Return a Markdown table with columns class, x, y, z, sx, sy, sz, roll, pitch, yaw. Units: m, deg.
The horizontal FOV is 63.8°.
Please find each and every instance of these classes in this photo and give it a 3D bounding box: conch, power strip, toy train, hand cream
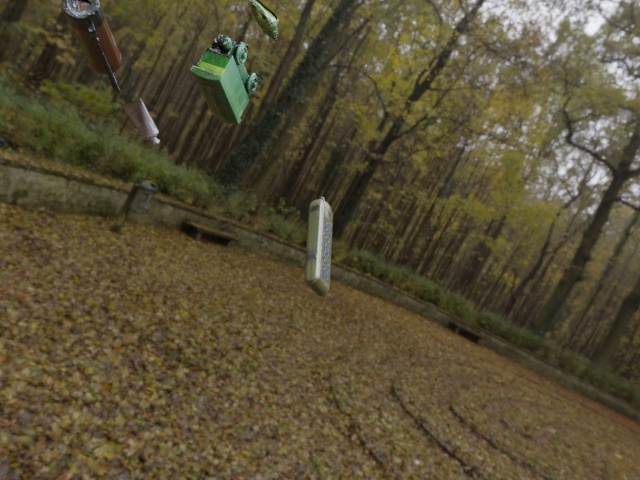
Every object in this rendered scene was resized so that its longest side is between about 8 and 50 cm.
| class | x | y | z | sx | sy | sz | roll | pitch | yaw |
| --- | --- | --- | --- | --- | --- | --- | --- | --- | --- |
| conch | -0.227 | -0.904 | 2.090 | 0.200 | 0.079 | 0.095 | 48 | 20 | -9 |
| power strip | 0.000 | 0.000 | 1.674 | 0.066 | 0.387 | 0.092 | -17 | -43 | 22 |
| toy train | -0.314 | -0.546 | 1.744 | 0.120 | 0.202 | 0.301 | 22 | -16 | 12 |
| hand cream | -0.541 | -0.360 | 1.579 | 0.084 | 0.053 | 0.142 | -10 | -63 | 33 |

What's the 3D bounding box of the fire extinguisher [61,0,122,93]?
| class | x | y | z | sx | sy | sz | roll | pitch | yaw |
| --- | --- | --- | --- | --- | --- | --- | --- | --- | --- |
| fire extinguisher | -0.745 | -0.631 | 1.717 | 0.113 | 0.200 | 0.376 | 0 | -15 | -7 |
